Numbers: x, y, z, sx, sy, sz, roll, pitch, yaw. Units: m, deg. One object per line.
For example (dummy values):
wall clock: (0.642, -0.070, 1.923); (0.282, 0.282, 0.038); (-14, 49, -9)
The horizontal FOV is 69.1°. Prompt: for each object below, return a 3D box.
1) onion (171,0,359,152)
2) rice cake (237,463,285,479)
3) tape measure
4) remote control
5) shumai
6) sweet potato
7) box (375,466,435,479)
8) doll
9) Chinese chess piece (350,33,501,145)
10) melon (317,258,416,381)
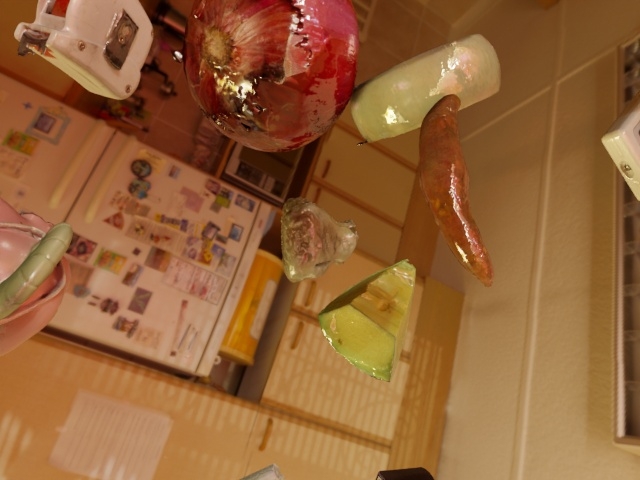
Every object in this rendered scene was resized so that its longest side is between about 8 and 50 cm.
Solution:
onion: (-0.065, -0.268, 0.679); (0.276, 0.276, 0.276); (-52, -157, 32)
rice cake: (-0.203, 0.687, 1.235); (0.237, 0.127, 0.043); (-23, -154, -3)
tape measure: (-0.503, -0.460, 1.042); (0.258, 0.130, 0.265); (38, 72, -72)
remote control: (0.375, -0.128, 0.511); (0.190, 0.087, 0.029); (-41, -170, -27)
shumai: (0.000, 0.000, 1.252); (0.261, 0.222, 0.225); (-94, -174, -70)
sweet potato: (0.146, -0.072, 0.535); (0.058, 0.078, 0.255); (-32, -128, 43)
box: (0.193, 0.739, 1.243); (0.071, 0.168, 0.259); (32, -73, 59)
doll: (-0.451, 0.046, 0.603); (0.284, 0.216, 0.268); (-38, -147, -2)
Chinese chess piece: (0.154, -0.228, 0.716); (0.237, 0.092, 0.238); (-22, -168, 5)
melon: (0.140, 0.156, 1.046); (0.124, 0.196, 0.323); (-52, 171, 32)
